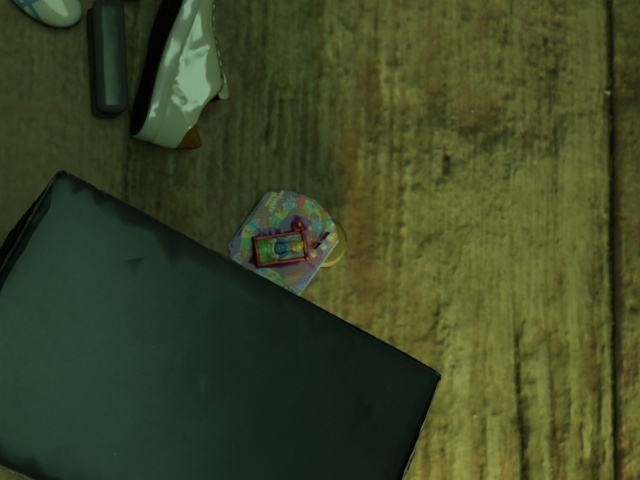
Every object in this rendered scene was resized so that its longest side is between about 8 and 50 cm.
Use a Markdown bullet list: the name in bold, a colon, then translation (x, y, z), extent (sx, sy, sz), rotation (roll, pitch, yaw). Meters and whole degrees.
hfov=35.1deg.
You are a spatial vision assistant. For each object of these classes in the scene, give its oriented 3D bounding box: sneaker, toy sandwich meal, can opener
- **sneaker**: translation (-0.185, -0.272, 1.486), extent (0.123, 0.106, 0.290), rotation (17, 86, -29)
- **toy sandwich meal**: translation (0.000, 0.000, 1.561), extent (0.086, 0.029, 0.085), rotation (1, 87, -22)
- **can opener**: translation (-0.292, -0.316, 1.453), extent (0.093, 0.074, 0.280), rotation (3, 84, -22)
- **sneaker**: translation (-0.416, -0.400, 1.408), extent (0.085, 0.086, 0.237), rotation (-39, 100, -22)

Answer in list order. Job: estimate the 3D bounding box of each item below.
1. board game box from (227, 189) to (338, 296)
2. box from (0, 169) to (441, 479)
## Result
- **board game box**: translation (-0.055, 0.006, 1.513), extent (0.133, 0.033, 0.168), rotation (37, 83, -5)
- **box**: translation (-0.201, 0.186, 1.223), extent (0.480, 0.472, 0.297), rotation (29, 75, -17)
